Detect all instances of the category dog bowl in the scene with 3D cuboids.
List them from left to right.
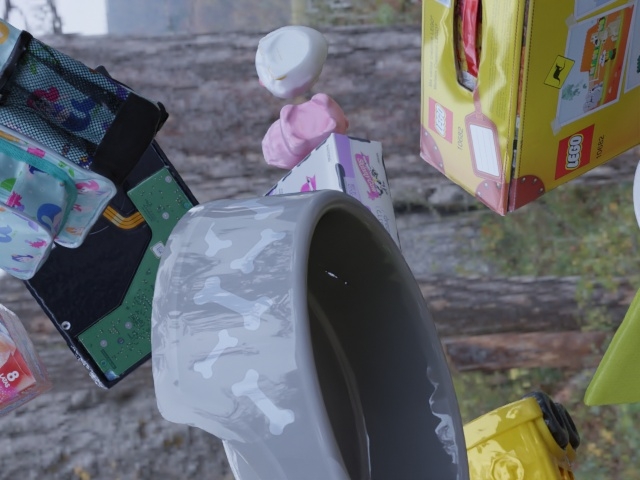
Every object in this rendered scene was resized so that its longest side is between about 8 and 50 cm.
[{"bbox_3d":[0.013,0.120,0.776,0.349,0.102,0.348,50,-150,-43],"label":"dog bowl"}]

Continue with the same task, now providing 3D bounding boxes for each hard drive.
[{"bbox_3d":[-0.275,-0.016,1.284,0.339,0.237,0.064,55,160,-7],"label":"hard drive"}]

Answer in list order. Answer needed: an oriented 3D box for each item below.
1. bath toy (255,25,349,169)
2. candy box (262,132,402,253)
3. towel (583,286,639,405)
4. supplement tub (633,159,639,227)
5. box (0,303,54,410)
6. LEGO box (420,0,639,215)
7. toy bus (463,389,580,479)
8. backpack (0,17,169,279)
[{"bbox_3d":[-0.015,-0.126,1.421,0.129,0.152,0.348,42,-147,-71],"label":"bath toy"},{"bbox_3d":[0.000,0.000,1.148,0.196,0.070,0.164,-38,52,47],"label":"candy box"},{"bbox_3d":[0.244,0.029,0.645,0.237,0.102,0.021,98,166,-47],"label":"towel"},{"bbox_3d":[0.586,-0.046,1.321,0.228,0.316,0.228,-19,66,50],"label":"supplement tub"},{"bbox_3d":[-0.492,0.186,1.476,0.142,0.154,0.300,60,166,3],"label":"box"},{"bbox_3d":[0.331,-0.336,1.340,0.193,0.373,0.500,42,148,40],"label":"LEGO box"},{"bbox_3d":[0.272,0.315,1.283,0.220,0.149,0.211,33,-151,-60],"label":"toy bus"},{"bbox_3d":[-0.296,-0.095,0.896,0.191,0.254,0.225,-61,13,-27],"label":"backpack"}]
